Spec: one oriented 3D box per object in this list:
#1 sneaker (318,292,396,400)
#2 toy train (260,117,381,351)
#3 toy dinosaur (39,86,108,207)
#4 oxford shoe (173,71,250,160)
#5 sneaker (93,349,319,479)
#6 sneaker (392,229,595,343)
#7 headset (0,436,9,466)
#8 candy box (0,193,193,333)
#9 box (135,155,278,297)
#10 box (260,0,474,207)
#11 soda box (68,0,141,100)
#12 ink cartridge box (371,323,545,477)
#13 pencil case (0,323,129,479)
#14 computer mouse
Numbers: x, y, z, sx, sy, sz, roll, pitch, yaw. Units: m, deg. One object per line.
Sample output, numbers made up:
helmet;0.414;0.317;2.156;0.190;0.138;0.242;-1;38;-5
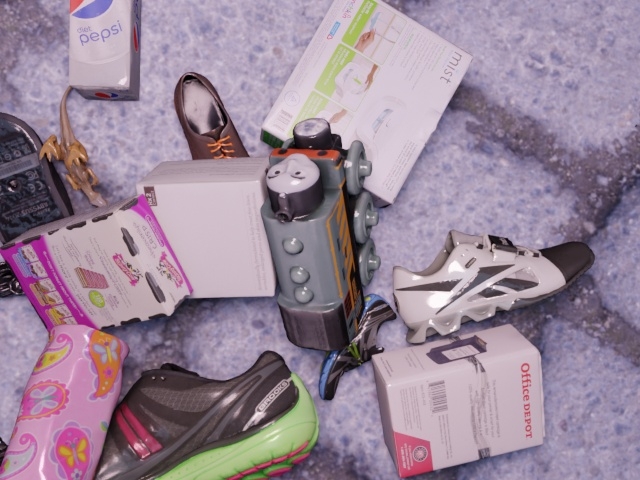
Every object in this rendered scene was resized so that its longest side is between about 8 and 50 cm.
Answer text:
sneaker;0.057;0.176;1.093;0.078;0.067;0.188;34;85;-1
toy train;0.000;0.000;0.976;0.142;0.190;0.334;5;132;18
toy dinosaur;-0.382;-0.142;1.046;0.064;0.112;0.211;-14;98;-4
oxford shoe;-0.158;-0.129;1.060;0.097;0.098;0.271;-27;92;-6
sneaker;-0.244;0.298;1.035;0.482;0.185;0.202;-16;60;-2
sneaker;0.270;0.039;1.088;0.330;0.122;0.146;-20;93;-6
headset;-0.563;0.183;0.966;0.394;0.185;0.243;35;98;20
candy box;-0.315;0.041;0.966;0.233;0.071;0.159;-12;112;28
box;-0.153;-0.020;1.004;0.182;0.119;0.181;-1;114;8
box;0.068;-0.220;1.070;0.231;0.127;0.262;29;86;-5
soda box;-0.326;-0.364;1.049;0.091;0.098;0.286;1;90;-5
ink cartridge box;0.214;0.247;1.071;0.237;0.100;0.172;-12;109;-6
pencil case;-0.344;0.255;0.911;0.124;0.124;0.284;10;60;-5
computer mouse;-0.458;-0.061;1.051;0.188;0.072;0.272;-17;103;-8
